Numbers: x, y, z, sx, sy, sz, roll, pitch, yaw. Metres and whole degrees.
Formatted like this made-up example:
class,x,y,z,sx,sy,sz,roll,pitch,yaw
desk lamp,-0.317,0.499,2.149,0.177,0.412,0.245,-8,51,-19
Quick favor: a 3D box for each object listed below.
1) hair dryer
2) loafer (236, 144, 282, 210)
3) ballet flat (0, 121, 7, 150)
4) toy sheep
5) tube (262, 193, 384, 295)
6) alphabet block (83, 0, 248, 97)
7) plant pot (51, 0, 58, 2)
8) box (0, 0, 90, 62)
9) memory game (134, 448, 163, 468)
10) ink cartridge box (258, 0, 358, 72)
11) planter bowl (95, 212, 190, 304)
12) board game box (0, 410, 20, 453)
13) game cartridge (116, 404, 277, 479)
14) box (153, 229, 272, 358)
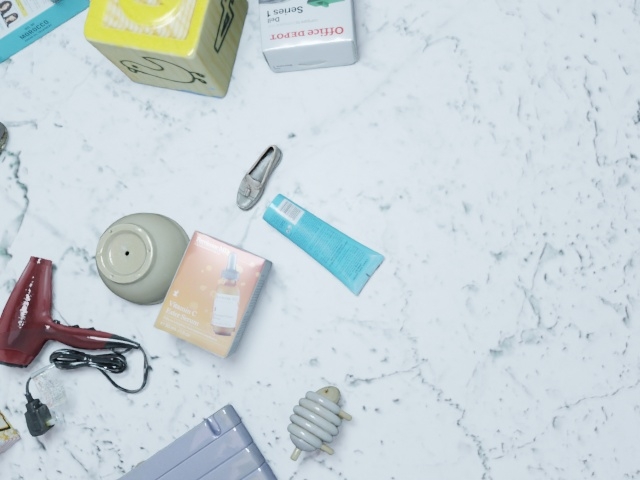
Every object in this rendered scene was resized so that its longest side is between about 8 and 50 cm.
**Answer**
class,x,y,z,sx,sy,sz,roll,pitch,yaw
hair dryer,-0.444,0.163,1.121,0.223,0.080,0.294,-27,87,-13
loafer,-0.110,-0.111,1.115,0.045,0.039,0.125,30,88,8
ballet flat,-0.668,-0.128,1.180,0.249,0.058,0.084,-38,59,-5
toy sheep,-0.008,0.291,1.036,0.091,0.091,0.132,27,69,9
tube,0.000,0.000,1.089,0.207,0.052,0.080,35,93,4
alphabet block,-0.246,-0.371,1.082,0.192,0.197,0.194,10,85,8
plant pot,-0.421,-0.567,1.107,0.165,0.166,0.234,45,65,3
box,-0.554,-0.419,1.192,0.244,0.060,0.101,-31,82,2
memory game,-0.247,0.443,1.082,0.186,0.012,0.186,-1,83,6
ink cartridge box,-0.024,-0.415,1.114,0.160,0.092,0.220,-6,82,6
planter bowl,-0.308,0.026,1.088,0.161,0.109,0.162,-1,84,7
board game box,-0.605,0.276,1.075,0.045,0.147,0.193,-41,80,0
game cartridge,-0.232,0.458,1.044,0.355,0.068,0.230,-34,85,2
box,-0.173,0.087,1.069,0.130,0.091,0.171,22,87,4
